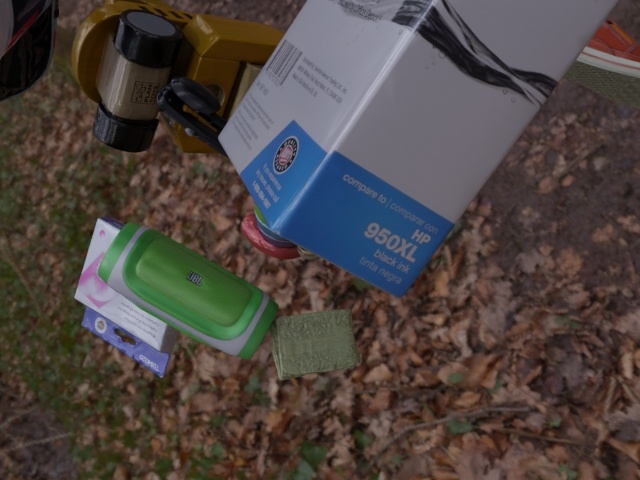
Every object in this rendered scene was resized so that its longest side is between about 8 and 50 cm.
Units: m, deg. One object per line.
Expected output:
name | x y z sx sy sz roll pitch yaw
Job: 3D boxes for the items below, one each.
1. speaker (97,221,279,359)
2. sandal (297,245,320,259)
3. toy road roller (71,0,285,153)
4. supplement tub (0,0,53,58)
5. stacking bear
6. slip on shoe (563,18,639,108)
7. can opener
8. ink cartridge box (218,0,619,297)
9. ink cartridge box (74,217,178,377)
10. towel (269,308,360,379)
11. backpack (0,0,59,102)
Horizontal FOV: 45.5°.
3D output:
speaker | -0.225 0.087 1.314 0.131 0.296 0.131 -59 5 8
sandal | 0.000 0.000 1.255 0.072 0.049 0.180 -6 21 11
toy road roller | -0.229 -0.285 1.227 0.240 0.329 0.202 55 132 39
supplement tub | -0.285 -0.234 0.562 0.191 0.191 0.272 -19 37 39
stacking bear | -0.074 -0.105 1.710 0.164 0.175 0.289 55 154 31
slip on shoe | 0.446 -0.288 1.179 0.123 0.331 0.101 115 176 -81
can opener | -0.148 -0.154 1.053 0.059 0.186 0.073 -55 36 -9
ink cartridge box | 0.087 -0.188 0.773 0.395 0.166 0.285 -55 28 12
ink cartridge box | -0.500 0.150 2.000 0.324 0.071 0.330 25 103 26
towel | -0.010 0.176 1.311 0.027 0.148 0.110 136 125 -82
backpack | -0.448 -0.293 0.942 0.191 0.225 0.253 44 139 28
